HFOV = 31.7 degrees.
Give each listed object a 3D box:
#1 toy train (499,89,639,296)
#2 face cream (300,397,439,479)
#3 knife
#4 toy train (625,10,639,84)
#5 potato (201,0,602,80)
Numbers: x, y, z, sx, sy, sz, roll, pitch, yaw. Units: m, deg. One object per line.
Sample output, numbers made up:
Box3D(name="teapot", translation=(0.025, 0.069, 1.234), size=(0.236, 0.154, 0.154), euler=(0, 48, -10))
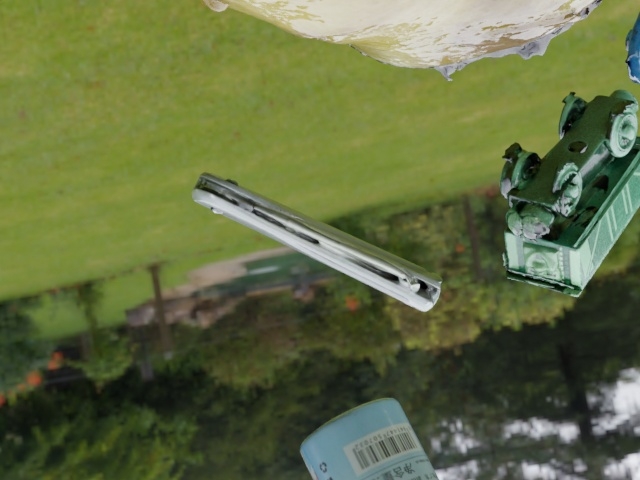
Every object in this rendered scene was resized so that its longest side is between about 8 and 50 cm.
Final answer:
Box3D(name="toy train", translation=(0.299, -0.069, 1.330), size=(0.115, 0.154, 0.269), euler=(15, -133, 33))
Box3D(name="face cream", translation=(0.067, 0.214, 0.700), size=(0.075, 0.229, 0.075), euler=(-23, 158, -10))
Box3D(name="knife", translation=(-0.001, 0.000, 1.106), size=(0.265, 0.041, 0.073), euler=(25, 179, -7))
Box3D(name="toy train", translation=(0.484, -0.315, 1.344), size=(0.188, 0.300, 0.265), euler=(14, -139, 31))
Box3D(name="potato", translation=(0.049, -0.256, 0.832), size=(0.397, 0.290, 0.296), euler=(14, -163, 16))
